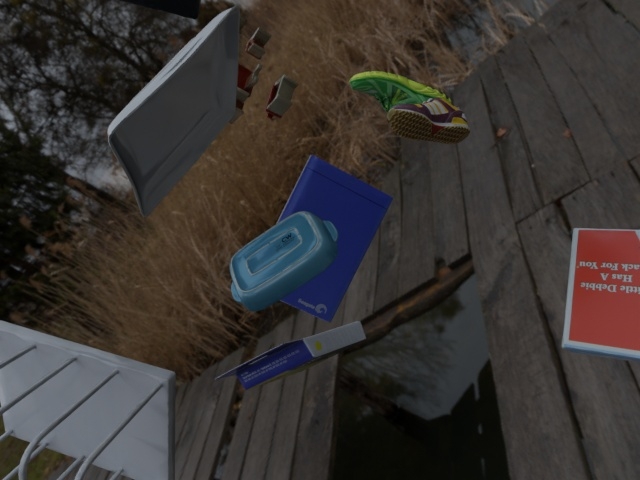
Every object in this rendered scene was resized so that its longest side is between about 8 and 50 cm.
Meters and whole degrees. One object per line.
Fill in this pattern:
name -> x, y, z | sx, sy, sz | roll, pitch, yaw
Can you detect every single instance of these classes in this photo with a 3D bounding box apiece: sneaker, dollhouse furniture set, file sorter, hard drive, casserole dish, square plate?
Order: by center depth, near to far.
file sorter -> -0.350, 0.254, 0.574 | 0.173, 0.277, 0.193 | -50, -30, -66
casserole dish -> -0.062, 0.024, 0.682 | 0.188, 0.037, 0.114 | -33, 50, 5
square plate -> -0.277, -0.241, 0.906 | 0.344, 0.049, 0.347 | -56, -1, -22
sneaker -> 0.211, -0.250, 0.925 | 0.069, 0.185, 0.084 | 131, 140, -51
hard drive -> 0.000, 0.000, 1.034 | 0.319, 0.210, 0.040 | -63, 12, 3
dollhouse furniture set -> -0.208, -0.444, 1.291 | 0.135, 0.259, 0.262 | -15, 56, 57
sneaker -> 0.216, -0.396, 1.297 | 0.109, 0.295, 0.124 | -55, -16, -74

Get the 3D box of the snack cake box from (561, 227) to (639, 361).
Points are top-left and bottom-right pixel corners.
snack cake box -> 0.428, 0.072, 0.515 | 0.264, 0.089, 0.152 | 4, 77, 36

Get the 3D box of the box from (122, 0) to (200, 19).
box -> -0.350, -0.608, 0.553 | 0.480, 0.471, 0.298 | 129, 146, -58

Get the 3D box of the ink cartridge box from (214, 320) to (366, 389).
ink cartridge box -> -0.075, 0.323, 1.248 | 0.303, 0.072, 0.307 | -35, -18, 37
